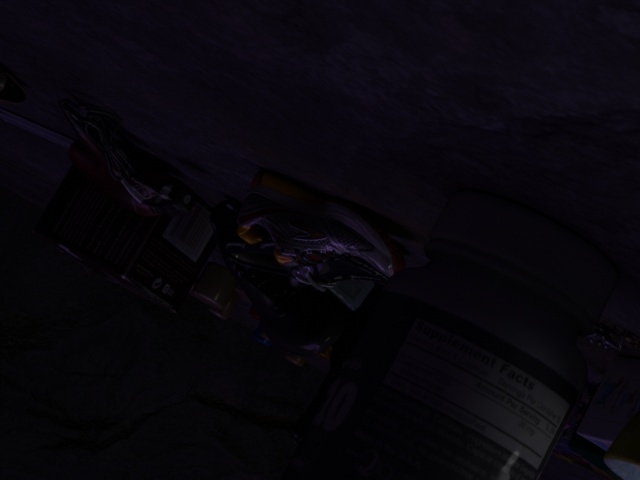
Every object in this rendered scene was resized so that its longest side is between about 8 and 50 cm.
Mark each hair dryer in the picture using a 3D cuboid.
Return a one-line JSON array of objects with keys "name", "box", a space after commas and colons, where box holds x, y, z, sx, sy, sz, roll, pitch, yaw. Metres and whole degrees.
[{"name": "hair dryer", "box": [-0.283, -0.124, 1.958, 0.223, 0.080, 0.293, 48, 160, -16]}]

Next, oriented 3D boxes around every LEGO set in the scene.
[{"name": "LEGO set", "box": [0.305, 0.106, 1.493, 0.054, 0.023, 0.083, 30, 171, -5]}]

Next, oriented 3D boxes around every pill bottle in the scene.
[{"name": "pill bottle", "box": [0.112, 0.152, 1.260, 0.204, 0.361, 0.204, 28, 171, 5]}]

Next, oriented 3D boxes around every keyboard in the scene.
[{"name": "keyboard", "box": [-0.451, -0.176, 2.292, 0.256, 0.014, 0.072, 24, 175, 31]}]

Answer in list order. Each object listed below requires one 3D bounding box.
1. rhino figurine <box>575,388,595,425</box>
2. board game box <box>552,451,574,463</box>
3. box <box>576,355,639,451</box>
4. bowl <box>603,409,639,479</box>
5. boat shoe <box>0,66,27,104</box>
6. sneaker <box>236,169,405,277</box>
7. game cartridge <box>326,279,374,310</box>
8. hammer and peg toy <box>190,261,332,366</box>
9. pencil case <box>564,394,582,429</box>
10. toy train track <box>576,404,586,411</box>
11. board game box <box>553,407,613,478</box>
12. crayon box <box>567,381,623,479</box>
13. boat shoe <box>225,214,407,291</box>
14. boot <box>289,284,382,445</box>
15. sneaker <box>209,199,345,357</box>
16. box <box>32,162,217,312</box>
[{"name": "rhino figurine", "box": [0.397, 0.257, 1.897, 0.106, 0.073, 0.243, 21, 167, 24]}, {"name": "board game box", "box": [0.366, 0.326, 2.457, 0.181, 0.043, 0.092, 26, 170, 21]}, {"name": "box", "box": [0.387, 0.201, 1.513, 0.114, 0.103, 0.203, 31, 171, -14]}, {"name": "bowl", "box": [0.410, 0.189, 1.213, 0.289, 0.156, 0.289, 29, 171, 5]}, {"name": "boat shoe", "box": [-0.449, -0.222, 1.925, 0.045, 0.050, 0.135, 21, 179, 24]}, {"name": "sneaker", "box": [0.000, 0.000, 1.620, 0.225, 0.093, 0.088, 22, 169, 33]}, {"name": "game cartridge", "box": [0.034, 0.052, 1.913, 0.083, 0.056, 0.017, 42, 174, -29]}, {"name": "hammer and peg toy", "box": [-0.075, 0.104, 2.323, 0.361, 0.127, 0.266, 34, 171, -31]}, {"name": "pencil case", "box": [0.277, 0.189, 1.888, 0.151, 0.070, 0.064, 27, 147, 1]}, {"name": "toy train track", "box": [0.372, 0.243, 2.084, 0.048, 0.014, 0.083, 24, 178, -15]}, {"name": "board game box", "box": [0.362, 0.289, 2.217, 0.194, 0.060, 0.194, 23, 170, 38]}, {"name": "crayon box", "box": [0.534, 0.320, 1.708, 0.363, 0.106, 0.313, 34, 170, -31]}, {"name": "boat shoe", "box": [-0.011, 0.020, 1.767, 0.114, 0.091, 0.302, 35, 170, -33]}, {"name": "boot", "box": [0.026, 0.188, 2.041, 0.348, 0.260, 0.131, 19, 167, 46]}, {"name": "sneaker", "box": [-0.074, 0.051, 1.923, 0.286, 0.109, 0.130, 45, 175, 40]}, {"name": "box", "box": [-0.291, -0.019, 2.161, 0.203, 0.167, 0.168, 23, 170, 31]}]
